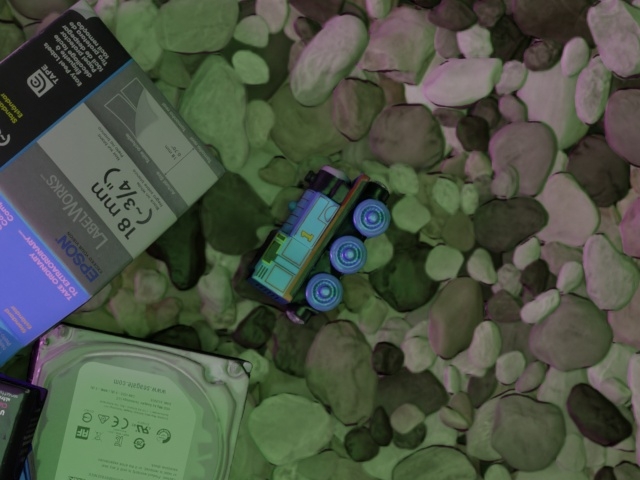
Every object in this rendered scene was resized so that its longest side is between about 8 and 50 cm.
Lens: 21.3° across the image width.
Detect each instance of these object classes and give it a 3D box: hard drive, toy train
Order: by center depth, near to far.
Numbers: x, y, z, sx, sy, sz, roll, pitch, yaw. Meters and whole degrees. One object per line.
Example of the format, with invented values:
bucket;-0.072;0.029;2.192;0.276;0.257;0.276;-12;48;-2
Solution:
hard drive;-0.222;0.271;1.830;0.237;0.064;0.339;14;87;-14
toy train;0.000;0.000;1.882;0.105;0.080;0.184;34;82;-6

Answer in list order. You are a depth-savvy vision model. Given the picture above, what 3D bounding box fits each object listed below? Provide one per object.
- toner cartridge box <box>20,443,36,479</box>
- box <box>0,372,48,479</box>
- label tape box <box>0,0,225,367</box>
toner cartridge box;-0.457;0.311;1.725;0.347;0.075;0.165;-7;87;-4
box;-0.371;0.247;1.605;0.143;0.165;0.270;17;85;-1
label tape box;-0.291;-0.051;1.732;0.241;0.106;0.334;50;57;-9
